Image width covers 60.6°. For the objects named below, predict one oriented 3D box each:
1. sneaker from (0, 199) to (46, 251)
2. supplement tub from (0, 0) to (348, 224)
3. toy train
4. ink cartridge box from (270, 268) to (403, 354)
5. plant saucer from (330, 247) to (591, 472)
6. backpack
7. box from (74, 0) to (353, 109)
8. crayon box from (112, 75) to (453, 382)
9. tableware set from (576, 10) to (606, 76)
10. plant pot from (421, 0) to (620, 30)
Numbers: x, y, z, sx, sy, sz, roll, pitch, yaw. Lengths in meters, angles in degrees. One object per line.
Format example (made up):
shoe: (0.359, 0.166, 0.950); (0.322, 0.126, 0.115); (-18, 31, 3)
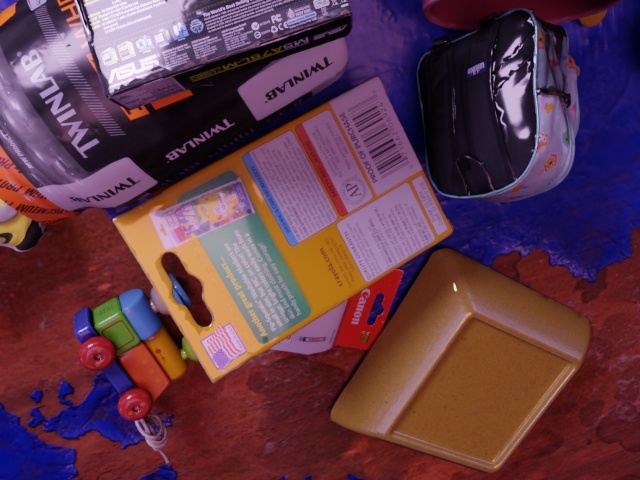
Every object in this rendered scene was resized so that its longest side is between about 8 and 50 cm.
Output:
sneaker: (-0.482, 0.032, 0.583); (0.384, 0.145, 0.147); (-30, 115, 3)
supplement tub: (-0.161, -0.169, 0.529); (0.337, 0.207, 0.207); (-31, 115, 2)
toy train: (-0.204, 0.171, 0.733); (0.143, 0.105, 0.248); (-31, 116, -13)
ink cartridge box: (0.019, 0.096, 0.771); (0.179, 0.045, 0.146); (13, 110, -14)
plant saucer: (0.235, 0.220, 0.845); (0.332, 0.081, 0.333); (24, 106, -22)
backpack: (0.202, -0.135, 0.620); (0.144, 0.165, 0.189); (10, 79, -40)
box: (-0.092, -0.215, 0.402); (0.190, 0.045, 0.184); (-19, 88, 3)
crayon box: (-0.035, -0.019, 0.623); (0.322, 0.083, 0.203); (-31, 101, -13)
tableware set: (0.311, -0.278, 0.684); (0.103, 0.024, 0.154); (-10, 113, -17)
plant pot: (0.204, -0.329, 0.558); (0.201, 0.201, 0.180); (-3, 98, -10)
